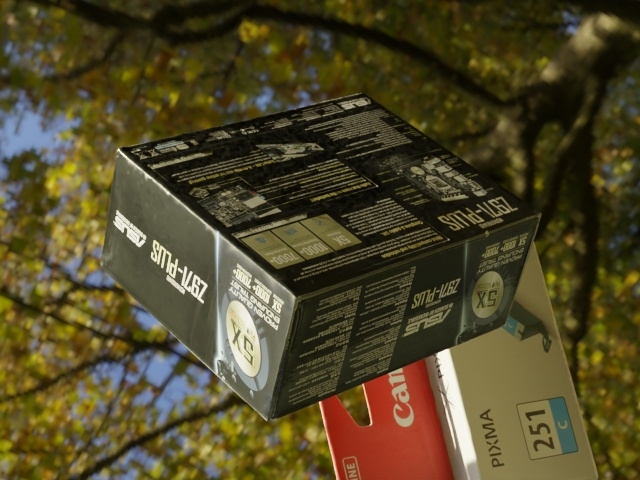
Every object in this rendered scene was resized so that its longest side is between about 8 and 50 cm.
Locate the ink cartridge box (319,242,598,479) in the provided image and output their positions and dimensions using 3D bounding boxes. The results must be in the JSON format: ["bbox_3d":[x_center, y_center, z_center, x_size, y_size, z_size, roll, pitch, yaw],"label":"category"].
[{"bbox_3d":[0.125,0.130,1.450,0.261,0.066,0.296,-7,-107,-23],"label":"ink cartridge box"}]

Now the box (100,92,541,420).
[{"bbox_3d":[0.000,0.000,0.752,0.180,0.077,0.147,-18,-137,-40],"label":"box"}]
